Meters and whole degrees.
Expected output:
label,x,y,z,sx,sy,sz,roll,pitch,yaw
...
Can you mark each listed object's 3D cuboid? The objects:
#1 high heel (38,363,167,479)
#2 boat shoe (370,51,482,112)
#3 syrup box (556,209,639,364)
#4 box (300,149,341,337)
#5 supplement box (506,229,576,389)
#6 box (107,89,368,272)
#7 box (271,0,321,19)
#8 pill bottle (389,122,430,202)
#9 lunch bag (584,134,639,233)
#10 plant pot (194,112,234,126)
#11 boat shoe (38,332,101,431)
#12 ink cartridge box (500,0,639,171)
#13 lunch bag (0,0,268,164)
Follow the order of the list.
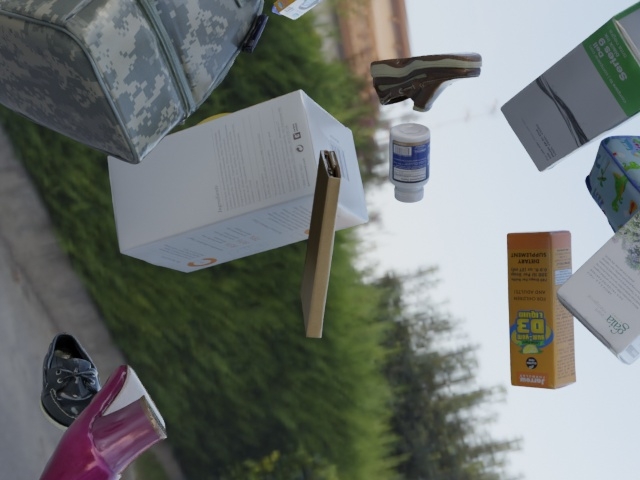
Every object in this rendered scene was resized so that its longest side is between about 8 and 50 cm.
label,x,y,z,sx,sy,sz,roll,pitch,yaw
high heel,-0.326,0.279,1.378,0.127,0.181,0.377,59,-12,-1
boat shoe,0.183,-0.266,1.613,0.257,0.095,0.095,12,-71,60
syrup box,0.369,0.014,0.993,0.093,0.237,0.096,48,10,27
box,0.000,0.000,1.184,0.164,0.021,0.201,-102,-160,-73
supplement box,0.329,0.102,1.417,0.080,0.078,0.233,-5,92,-53
box,-0.129,-0.082,1.515,0.215,0.345,0.168,26,50,-66
box,-0.033,-0.491,1.920,0.028,0.136,0.081,60,20,10
pill bottle,0.145,-0.125,1.545,0.067,0.067,0.120,-111,-163,-60
lunch bag,0.448,-0.043,1.187,0.219,0.176,0.090,-107,-158,-50
plant pot,-0.156,-0.124,1.993,0.239,0.254,0.254,35,-40,60
boat shoe,-0.543,0.301,2.074,0.340,0.127,0.113,-131,-127,-65
ink cartridge box,0.409,-0.227,1.289,0.121,0.211,0.289,58,-24,3
lunch bag,-0.244,-0.262,1.100,0.305,0.256,0.212,22,-29,33
